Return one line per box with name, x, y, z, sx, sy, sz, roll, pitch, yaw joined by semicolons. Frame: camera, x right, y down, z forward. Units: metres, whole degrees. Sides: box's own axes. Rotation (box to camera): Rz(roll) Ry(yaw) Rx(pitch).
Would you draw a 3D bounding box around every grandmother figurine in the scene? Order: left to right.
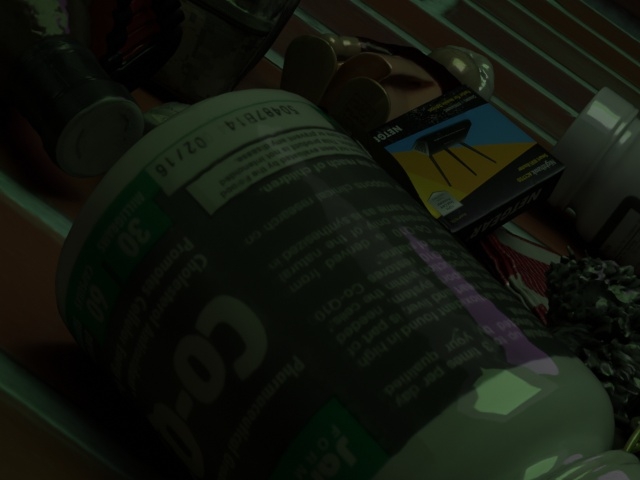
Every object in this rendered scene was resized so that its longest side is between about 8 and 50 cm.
grandmother figurine;0.092;-0.154;1.900;0.208;0.104;0.342;48;24;11

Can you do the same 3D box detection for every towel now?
towel;0.265;0.097;1.682;0.237;0.037;0.329;23;22;-34

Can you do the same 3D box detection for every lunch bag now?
lunch bag;-0.094;-0.292;1.669;0.213;0.256;0.305;35;18;-2

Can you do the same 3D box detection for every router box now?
router box;0.120;-0.064;1.706;0.133;0.046;0.179;42;44;20

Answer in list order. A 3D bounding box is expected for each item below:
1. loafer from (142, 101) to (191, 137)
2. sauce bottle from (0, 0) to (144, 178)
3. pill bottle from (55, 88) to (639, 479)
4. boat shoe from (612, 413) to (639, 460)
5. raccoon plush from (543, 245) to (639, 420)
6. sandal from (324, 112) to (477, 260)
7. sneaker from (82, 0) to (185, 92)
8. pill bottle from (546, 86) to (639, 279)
loafer;0.000;0.000;1.353;0.319;0.112;0.111;38;27;10
sauce bottle;-0.242;-0.174;1.364;0.111;0.111;0.344;13;28;-47
pill bottle;0.030;0.095;1.033;0.361;0.204;0.204;45;21;29
boat shoe;0.170;0.153;1.119;0.305;0.109;0.091;15;-51;61
raccoon plush;0.352;0.082;1.312;0.299;0.446;0.216;42;29;-21
sandal;0.059;-0.014;1.580;0.219;0.060;0.090;47;23;-9
sneaker;-0.180;-0.241;1.410;0.136;0.314;0.116;39;56;18
pill bottle;0.373;-0.027;1.967;0.283;0.161;0.161;38;19;6
